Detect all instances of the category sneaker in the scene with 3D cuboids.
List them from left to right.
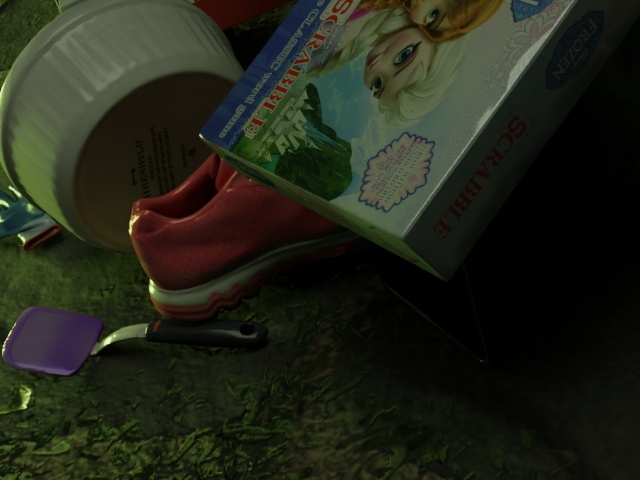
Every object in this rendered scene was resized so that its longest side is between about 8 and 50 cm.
[{"bbox_3d":[-0.036,-0.044,1.537,0.313,0.136,0.116,-28,31,-3],"label":"sneaker"}]

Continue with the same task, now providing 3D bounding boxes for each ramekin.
[{"bbox_3d":[-0.181,-0.108,1.658,0.273,0.273,0.127,-35,47,-11],"label":"ramekin"}]

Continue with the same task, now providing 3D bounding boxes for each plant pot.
[{"bbox_3d":[0.146,-0.036,1.415,0.167,0.188,0.187,-26,32,-17],"label":"plant pot"}]

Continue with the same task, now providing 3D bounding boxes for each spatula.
[{"bbox_3d":[-0.181,0.095,1.586,0.296,0.030,0.084,-4,42,30],"label":"spatula"}]

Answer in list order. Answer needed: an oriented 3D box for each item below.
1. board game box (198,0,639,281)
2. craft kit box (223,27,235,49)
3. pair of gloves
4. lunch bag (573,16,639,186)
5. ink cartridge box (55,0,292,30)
[{"bbox_3d":[0.085,-0.155,1.320,0.319,0.066,0.318,-54,37,-6],"label":"board game box"},{"bbox_3d":[-0.224,-0.172,1.919,0.246,0.061,0.250,-15,32,9],"label":"craft kit box"},{"bbox_3d":[-0.300,-0.051,1.865,0.198,0.023,0.159,-34,33,-11],"label":"pair of gloves"},{"bbox_3d":[0.315,-0.200,1.423,0.223,0.262,0.160,-45,38,-22],"label":"lunch bag"},{"bbox_3d":[-0.155,-0.317,1.918,0.309,0.130,0.272,-23,32,0],"label":"ink cartridge box"}]
